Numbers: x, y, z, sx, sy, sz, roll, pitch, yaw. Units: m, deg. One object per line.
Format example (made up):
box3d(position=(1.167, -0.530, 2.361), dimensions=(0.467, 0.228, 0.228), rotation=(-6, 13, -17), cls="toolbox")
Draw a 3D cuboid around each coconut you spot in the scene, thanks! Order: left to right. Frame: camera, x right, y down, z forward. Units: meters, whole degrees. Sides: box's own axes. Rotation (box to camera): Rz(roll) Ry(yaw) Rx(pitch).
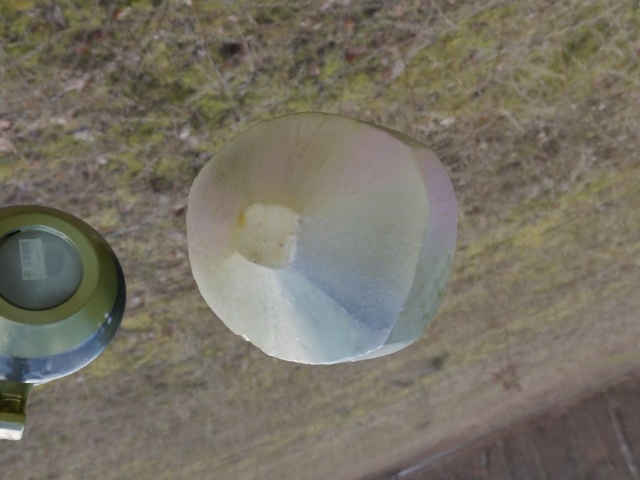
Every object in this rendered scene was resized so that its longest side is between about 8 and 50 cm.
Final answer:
box3d(position=(0.000, 0.000, 0.822), dimensions=(0.259, 0.259, 0.259), rotation=(-21, 164, -6), cls="coconut")

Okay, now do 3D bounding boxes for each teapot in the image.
box3d(position=(-0.206, 0.058, 0.609), dimensions=(0.130, 0.165, 0.119), rotation=(10, 151, -18), cls="teapot")
